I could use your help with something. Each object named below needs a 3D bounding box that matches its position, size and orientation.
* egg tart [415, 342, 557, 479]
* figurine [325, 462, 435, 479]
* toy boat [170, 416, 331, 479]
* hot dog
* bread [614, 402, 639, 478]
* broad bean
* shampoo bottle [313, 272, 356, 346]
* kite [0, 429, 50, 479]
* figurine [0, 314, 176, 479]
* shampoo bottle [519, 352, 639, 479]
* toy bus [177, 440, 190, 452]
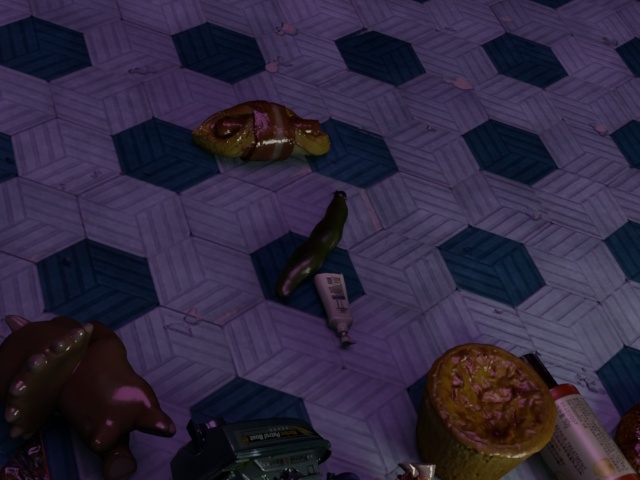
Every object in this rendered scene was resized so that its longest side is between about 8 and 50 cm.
[{"bbox_3d":[0.235,0.270,1.630,0.203,0.147,0.202,8,45,-9],"label":"egg tart"},{"bbox_3d":[0.072,0.363,1.509,0.195,0.111,0.102,-1,79,-25],"label":"figurine"},{"bbox_3d":[-0.071,0.296,1.467,0.296,0.114,0.122,13,45,-58],"label":"toy boat"},{"bbox_3d":[-0.103,-0.204,2.007,0.261,0.093,0.123,-6,51,-23],"label":"hot dog"},{"bbox_3d":[0.562,0.328,1.745,0.193,0.064,0.193,8,49,-10],"label":"bread"},{"bbox_3d":[0.001,0.000,1.881,0.060,0.043,0.297,6,39,25],"label":"broad bean"},{"bbox_3d":[0.026,0.113,1.791,0.049,0.034,0.141,6,46,-23],"label":"shampoo bottle"},{"bbox_3d":[-0.414,0.335,1.450,0.189,0.009,0.232,29,44,11],"label":"kite"},{"bbox_3d":[-0.342,0.203,1.474,0.173,0.177,0.247,3,49,-50],"label":"figurine"},{"bbox_3d":[0.377,0.294,1.684,0.104,0.104,0.278,-11,52,-27],"label":"shampoo bottle"},{"bbox_3d":[-0.160,0.330,1.493,0.060,0.075,0.123,40,32,-37],"label":"toy bus"}]
